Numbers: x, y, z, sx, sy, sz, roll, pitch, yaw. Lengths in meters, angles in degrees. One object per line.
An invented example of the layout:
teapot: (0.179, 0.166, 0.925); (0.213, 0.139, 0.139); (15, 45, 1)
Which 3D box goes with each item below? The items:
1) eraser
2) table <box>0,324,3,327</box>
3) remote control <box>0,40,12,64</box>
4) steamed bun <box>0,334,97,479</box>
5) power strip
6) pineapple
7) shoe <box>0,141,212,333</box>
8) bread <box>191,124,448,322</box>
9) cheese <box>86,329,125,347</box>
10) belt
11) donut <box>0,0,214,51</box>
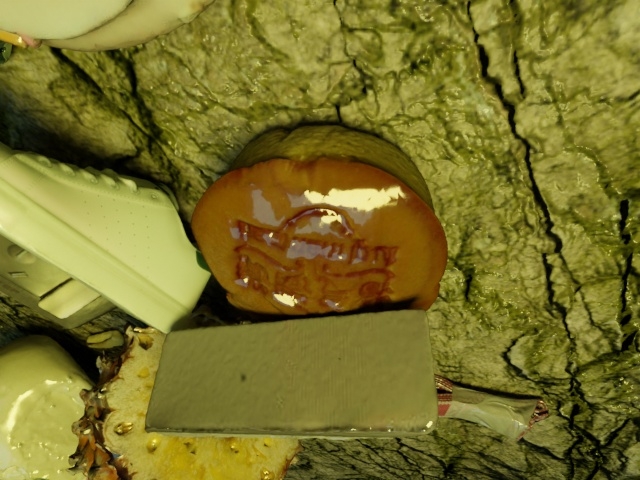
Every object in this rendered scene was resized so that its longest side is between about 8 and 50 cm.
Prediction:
eraser: (-0.053, 0.153, 0.443); (0.352, 0.111, 0.077); (-8, 146, 18)
table: (-0.735, 0.188, 0.861); (0.062, 0.083, 0.079); (18, 135, -1)
remote control: (-0.412, -0.259, 0.392); (0.222, 0.042, 0.072); (36, 133, -18)
steamed bun: (-0.571, 0.367, 0.832); (0.312, 0.233, 0.334); (-11, 114, 53)
power strip: (-0.383, 0.007, 0.598); (0.257, 0.092, 0.251); (-27, 120, 18)
pineapple: (-0.208, 0.290, 0.661); (0.352, 0.352, 0.300); (28, 140, -12)
shoe: (-0.251, -0.036, 0.465); (0.132, 0.160, 0.363); (9, 148, 40)
bread: (0.000, 0.000, 0.455); (0.270, 0.148, 0.270); (5, 134, 5)
cheese: (-0.441, 0.208, 0.844); (0.083, 0.030, 0.044); (-15, 148, 20)
belt: (0.272, 0.289, 0.711); (0.232, 0.071, 0.053); (10, 127, 5)
donut: (-0.180, -0.309, 0.217); (0.382, 0.142, 0.383); (7, 133, 7)
